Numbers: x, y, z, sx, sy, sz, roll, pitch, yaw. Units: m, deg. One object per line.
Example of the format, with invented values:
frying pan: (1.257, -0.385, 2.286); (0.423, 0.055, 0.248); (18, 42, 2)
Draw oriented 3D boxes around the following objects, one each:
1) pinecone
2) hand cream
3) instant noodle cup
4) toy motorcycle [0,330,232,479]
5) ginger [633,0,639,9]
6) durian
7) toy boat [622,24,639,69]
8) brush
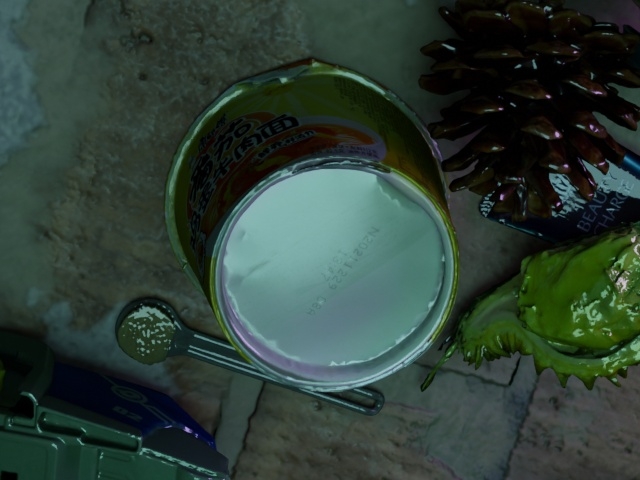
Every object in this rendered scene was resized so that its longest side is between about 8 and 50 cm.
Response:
pinecone: (0.172, -0.112, 1.414); (0.207, 0.208, 0.208); (-2, 109, -6)
hand cream: (0.289, -0.021, 1.549); (0.270, 0.061, 0.120); (25, 108, -6)
instant noodle cup: (0.000, 0.000, 1.438); (0.264, 0.200, 0.264); (-3, 111, -7)
toy motorcycle: (-0.221, 0.189, 1.490); (0.326, 0.200, 0.191); (9, 108, 2)
ginger: (0.320, -0.271, 1.382); (0.223, 0.200, 0.269); (-40, 102, 13)
durian: (0.245, 0.056, 1.507); (0.375, 0.106, 0.132); (-22, 106, 16)
toy boat: (0.317, -0.146, 1.503); (0.141, 0.055, 0.060); (37, 109, -16)
brush: (-0.061, 0.116, 1.561); (0.266, 0.027, 0.062); (19, 106, -13)
